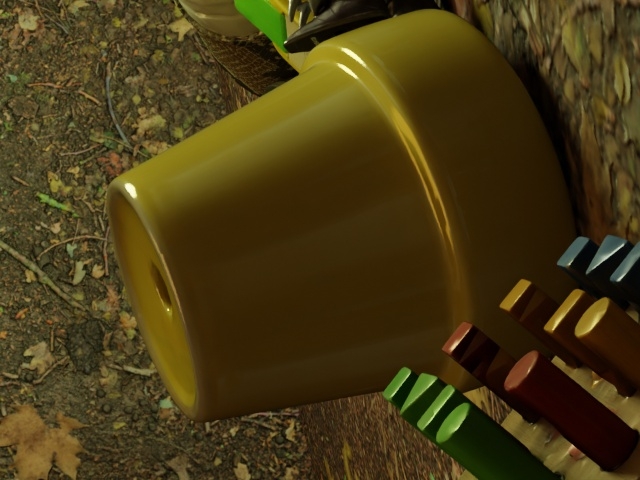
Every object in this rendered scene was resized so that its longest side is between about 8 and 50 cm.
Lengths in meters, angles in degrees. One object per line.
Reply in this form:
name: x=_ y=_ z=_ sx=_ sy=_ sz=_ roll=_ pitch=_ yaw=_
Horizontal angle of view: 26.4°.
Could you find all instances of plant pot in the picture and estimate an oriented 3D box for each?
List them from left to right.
plant pot: x=0.000 y=0.000 z=0.887 sx=0.254 sy=0.239 sz=0.254 roll=161 pitch=90 yaw=-72

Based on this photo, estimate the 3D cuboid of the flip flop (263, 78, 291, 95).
flip flop: x=0.036 y=-0.063 z=1.244 sx=0.277 sy=0.080 sz=0.112 roll=45 pitch=133 yaw=44

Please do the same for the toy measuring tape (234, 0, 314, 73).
toy measuring tape: x=0.048 y=-0.160 z=1.098 sx=0.330 sy=0.121 sz=0.121 roll=45 pitch=155 yaw=31

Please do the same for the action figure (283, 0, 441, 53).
action figure: x=0.004 y=-0.274 z=1.009 sx=0.185 sy=0.099 sz=0.285 roll=19 pitch=-125 yaw=-61

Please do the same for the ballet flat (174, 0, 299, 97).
ballet flat: x=-0.089 y=-0.340 z=1.215 sx=0.182 sy=0.164 sz=0.483 roll=-42 pitch=-44 yaw=-58

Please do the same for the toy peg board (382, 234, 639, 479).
toy peg board: x=0.106 y=0.054 z=0.602 sx=0.079 sy=0.161 sz=0.161 roll=39 pitch=177 yaw=-9
